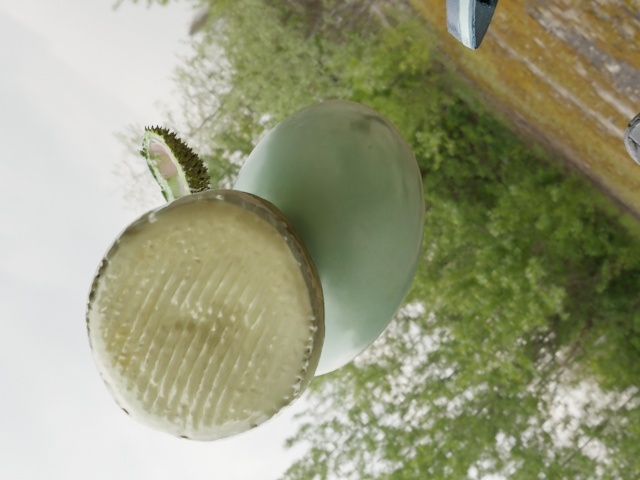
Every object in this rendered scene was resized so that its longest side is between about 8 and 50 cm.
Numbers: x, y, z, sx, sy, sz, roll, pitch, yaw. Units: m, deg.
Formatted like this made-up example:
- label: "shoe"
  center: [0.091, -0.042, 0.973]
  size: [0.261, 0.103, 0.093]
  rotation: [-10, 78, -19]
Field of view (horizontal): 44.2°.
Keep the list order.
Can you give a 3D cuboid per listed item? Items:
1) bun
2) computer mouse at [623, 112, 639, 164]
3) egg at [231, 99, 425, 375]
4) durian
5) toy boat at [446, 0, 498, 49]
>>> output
- label: "bun"
  center: [-0.127, 0.088, 0.914]
  size: [0.287, 0.287, 0.146]
  rotation: [44, 176, 6]
- label: "computer mouse"
  center: [0.832, -0.214, 1.864]
  size: [0.233, 0.137, 0.096]
  rotation: [48, -138, 7]
- label: "egg"
  center: [0.000, 0.000, 1.087]
  size: [0.276, 0.388, 0.276]
  rotation: [12, -170, -2]
- label: "durian"
  center: [-0.274, -0.144, 1.541]
  size: [0.095, 0.137, 0.220]
  rotation: [-25, -113, -42]
- label: "toy boat"
  center: [0.240, -0.444, 1.196]
  size: [0.062, 0.299, 0.096]
  rotation: [15, -165, 33]
